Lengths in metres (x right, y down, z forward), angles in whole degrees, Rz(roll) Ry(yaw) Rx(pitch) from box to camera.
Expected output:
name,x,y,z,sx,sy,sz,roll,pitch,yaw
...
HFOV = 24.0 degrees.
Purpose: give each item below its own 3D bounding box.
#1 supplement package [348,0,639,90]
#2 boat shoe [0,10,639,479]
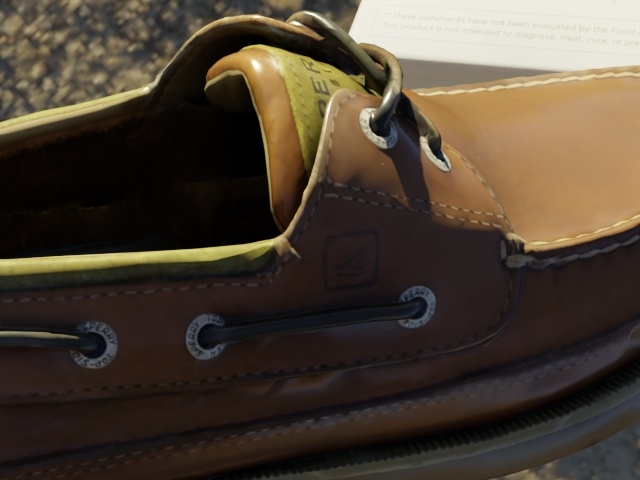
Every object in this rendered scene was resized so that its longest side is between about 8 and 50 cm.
name,x,y,z,sx,sy,sz,roll,pitch,yaw
supplement package,0.154,-0.142,0.658,0.175,0.177,0.293,57,48,-55
boat shoe,0.000,0.000,0.381,0.307,0.110,0.104,-21,125,-23
